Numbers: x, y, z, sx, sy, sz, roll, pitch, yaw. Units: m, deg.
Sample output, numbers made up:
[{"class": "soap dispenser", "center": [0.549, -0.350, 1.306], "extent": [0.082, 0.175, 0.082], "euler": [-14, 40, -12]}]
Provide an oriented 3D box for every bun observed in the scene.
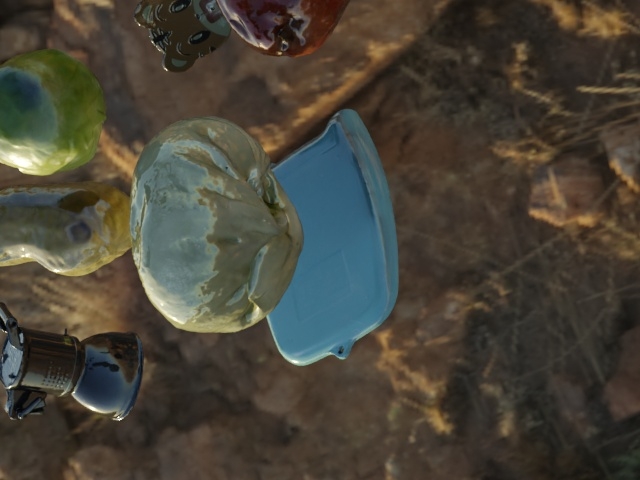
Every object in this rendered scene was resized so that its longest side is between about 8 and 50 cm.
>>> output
[{"class": "bun", "center": [-0.111, -0.016, 1.472], "extent": [0.160, 0.259, 0.259], "euler": [-9, 95, 29]}]

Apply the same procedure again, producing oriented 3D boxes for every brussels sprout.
[{"class": "brussels sprout", "center": [-0.329, -0.155, 1.511], "extent": [0.149, 0.152, 0.122], "euler": [36, 171, 4]}]

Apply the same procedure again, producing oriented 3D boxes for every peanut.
[{"class": "peanut", "center": [-0.344, -0.014, 1.630], "extent": [0.236, 0.110, 0.120], "euler": [-6, 103, 10]}]

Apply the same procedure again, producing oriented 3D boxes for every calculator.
[{"class": "calculator", "center": [0.000, 0.000, 1.893], "extent": [0.256, 0.054, 0.386], "euler": [-32, 55, 31]}]

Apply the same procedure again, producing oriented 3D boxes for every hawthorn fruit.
[{"class": "hawthorn fruit", "center": [-0.050, -0.339, 1.674], "extent": [0.210, 0.210, 0.262], "euler": [-40, 37, 49]}]

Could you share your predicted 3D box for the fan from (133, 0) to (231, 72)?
[{"class": "fan", "center": [-0.165, -0.355, 1.968], "extent": [0.152, 0.226, 0.008], "euler": [58, -178, -45]}]

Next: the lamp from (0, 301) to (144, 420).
[{"class": "lamp", "center": [-0.412, 0.204, 2.020], "extent": [0.147, 0.227, 0.172], "euler": [36, 111, 57]}]
